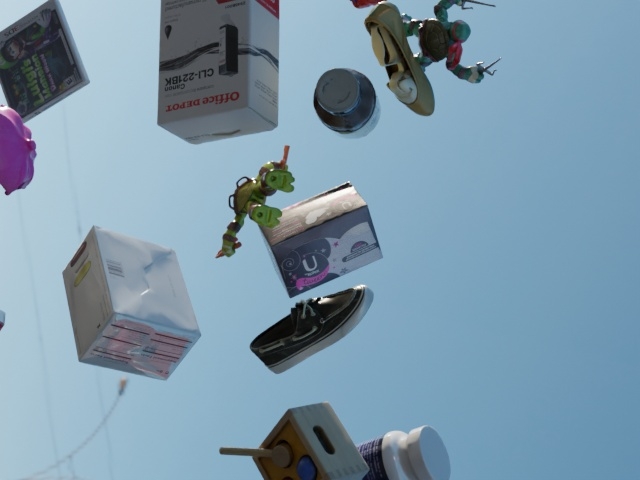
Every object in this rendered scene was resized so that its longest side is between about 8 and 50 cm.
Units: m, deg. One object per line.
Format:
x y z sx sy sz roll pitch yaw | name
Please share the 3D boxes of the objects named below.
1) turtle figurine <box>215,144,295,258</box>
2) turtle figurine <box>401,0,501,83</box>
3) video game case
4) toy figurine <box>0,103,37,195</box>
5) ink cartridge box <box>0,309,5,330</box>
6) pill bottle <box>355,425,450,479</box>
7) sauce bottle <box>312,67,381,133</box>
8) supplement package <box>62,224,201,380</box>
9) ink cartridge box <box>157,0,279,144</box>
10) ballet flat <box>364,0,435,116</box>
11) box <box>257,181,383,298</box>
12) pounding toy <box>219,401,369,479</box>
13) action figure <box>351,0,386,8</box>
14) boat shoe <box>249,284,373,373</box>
-0.119 -0.088 1.903 0.270 0.087 0.217 -56 -164 -13 | turtle figurine
0.226 -0.370 1.839 0.234 0.118 0.175 4 -82 59 | turtle figurine
-0.540 -0.340 1.923 0.173 0.022 0.191 -28 -105 16 | video game case
-0.341 -0.066 0.941 0.159 0.173 0.130 -48 -164 20 | toy figurine
-0.547 0.151 1.475 0.151 0.109 0.063 -57 -157 4 | ink cartridge box
0.132 0.490 2.133 0.264 0.153 0.153 -27 -109 27 | pill bottle
0.044 -0.234 1.729 0.344 0.111 0.112 -31 115 -84 | sauce bottle
-0.390 0.127 2.063 0.145 0.204 0.262 -52 -140 24 | supplement package
-0.184 -0.330 1.830 0.196 0.114 0.273 -7 -105 25 | ink cartridge box
0.136 -0.316 1.835 0.080 0.073 0.232 -1 -58 47 | ballet flat
0.000 0.000 2.388 0.142 0.247 0.163 -121 -170 -57 | box
-0.037 0.285 1.316 0.141 0.100 0.130 56 -52 29 | pounding toy
0.066 -0.536 1.997 0.091 0.280 0.139 -6 -91 23 | action figure
-0.016 0.131 1.592 0.219 0.070 0.078 -37 -153 18 | boat shoe
